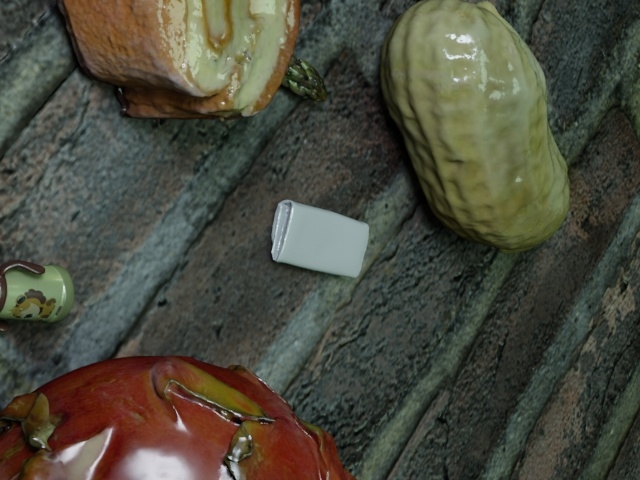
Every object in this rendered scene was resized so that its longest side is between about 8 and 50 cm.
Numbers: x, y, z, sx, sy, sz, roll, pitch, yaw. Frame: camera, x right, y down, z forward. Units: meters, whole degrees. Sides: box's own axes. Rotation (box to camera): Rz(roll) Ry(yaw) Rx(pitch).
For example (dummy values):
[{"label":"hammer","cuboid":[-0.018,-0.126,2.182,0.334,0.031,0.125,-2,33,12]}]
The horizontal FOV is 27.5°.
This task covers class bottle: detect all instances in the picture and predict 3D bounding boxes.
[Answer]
[{"label":"bottle","cuboid":[-0.241,0.042,1.000,0.101,0.047,0.063,5,103,-48]}]

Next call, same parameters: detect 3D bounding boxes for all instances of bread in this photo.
[{"label":"bread","cuboid":[-0.111,-0.205,1.054,0.190,0.123,0.244,-29,118,-44]}]

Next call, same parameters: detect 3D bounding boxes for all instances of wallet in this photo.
[{"label":"wallet","cuboid":[0.000,0.000,1.283,0.122,0.025,0.061,14,83,-49]}]

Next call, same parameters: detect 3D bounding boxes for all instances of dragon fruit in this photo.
[{"label":"dragon fruit","cuboid":[-0.128,0.200,1.013,0.315,0.250,0.250,-15,114,-1]}]

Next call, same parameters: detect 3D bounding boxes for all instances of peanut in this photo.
[{"label":"peanut","cuboid":[0.165,-0.107,1.363,0.174,0.158,0.340,-80,155,-52]}]

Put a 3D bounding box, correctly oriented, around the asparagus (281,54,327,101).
[{"label":"asparagus","cuboid":[-0.044,-0.167,1.204,0.165,0.030,0.036,32,48,-44]}]
